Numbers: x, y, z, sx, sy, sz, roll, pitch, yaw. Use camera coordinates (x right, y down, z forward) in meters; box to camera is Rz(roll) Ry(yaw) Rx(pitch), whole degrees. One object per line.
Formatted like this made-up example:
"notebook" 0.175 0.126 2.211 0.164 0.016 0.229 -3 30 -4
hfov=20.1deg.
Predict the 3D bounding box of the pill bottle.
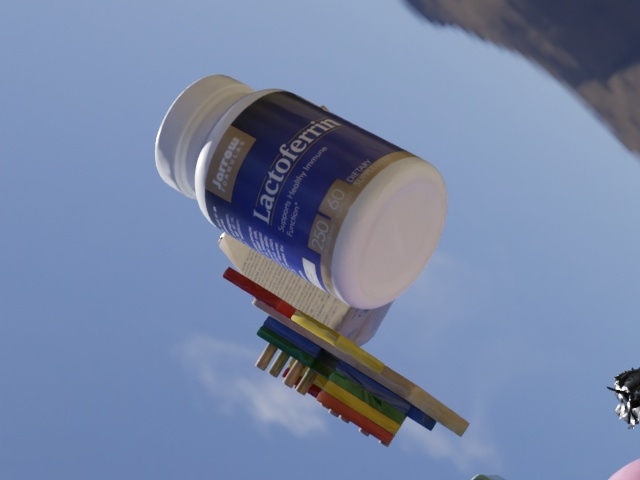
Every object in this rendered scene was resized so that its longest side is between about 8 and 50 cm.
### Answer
"pill bottle" -0.023 -0.054 1.724 0.265 0.153 0.153 29 -173 32

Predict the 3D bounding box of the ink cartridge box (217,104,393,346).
"ink cartridge box" 0.000 0.000 1.942 0.088 0.234 0.193 -29 -109 -29

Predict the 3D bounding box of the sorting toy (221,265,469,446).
"sorting toy" 0.018 0.095 1.208 0.132 0.046 0.274 31 176 24

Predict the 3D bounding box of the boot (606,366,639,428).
"boot" 0.306 0.131 1.503 0.099 0.121 0.045 -116 17 -77

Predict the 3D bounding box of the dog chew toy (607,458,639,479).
"dog chew toy" 0.279 0.266 1.457 0.206 0.332 0.206 34 -145 -28

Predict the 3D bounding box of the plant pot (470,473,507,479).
"plant pot" 0.160 0.284 1.272 0.234 0.165 0.166 48 -176 15
